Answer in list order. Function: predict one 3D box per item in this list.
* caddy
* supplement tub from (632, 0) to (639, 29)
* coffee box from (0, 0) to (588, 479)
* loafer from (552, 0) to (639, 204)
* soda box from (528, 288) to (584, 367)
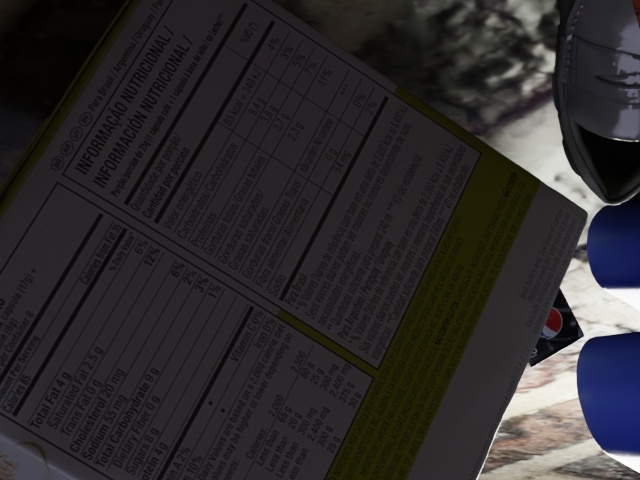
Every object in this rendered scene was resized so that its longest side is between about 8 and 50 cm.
[{"bbox_3d":[0.353,0.087,1.389,0.179,0.241,0.341,-2,162,31],"label":"caddy"},{"bbox_3d":[0.318,-0.153,0.728,0.338,0.207,0.207,-12,157,25],"label":"supplement tub"},{"bbox_3d":[-0.086,0.074,1.106,0.334,0.338,0.337,32,153,-10],"label":"coffee box"},{"bbox_3d":[0.199,-0.117,1.007,0.112,0.111,0.319,-1,161,7],"label":"loafer"},{"bbox_3d":[0.174,0.045,1.407,0.053,0.060,0.169,-29,-163,3],"label":"soda box"}]
